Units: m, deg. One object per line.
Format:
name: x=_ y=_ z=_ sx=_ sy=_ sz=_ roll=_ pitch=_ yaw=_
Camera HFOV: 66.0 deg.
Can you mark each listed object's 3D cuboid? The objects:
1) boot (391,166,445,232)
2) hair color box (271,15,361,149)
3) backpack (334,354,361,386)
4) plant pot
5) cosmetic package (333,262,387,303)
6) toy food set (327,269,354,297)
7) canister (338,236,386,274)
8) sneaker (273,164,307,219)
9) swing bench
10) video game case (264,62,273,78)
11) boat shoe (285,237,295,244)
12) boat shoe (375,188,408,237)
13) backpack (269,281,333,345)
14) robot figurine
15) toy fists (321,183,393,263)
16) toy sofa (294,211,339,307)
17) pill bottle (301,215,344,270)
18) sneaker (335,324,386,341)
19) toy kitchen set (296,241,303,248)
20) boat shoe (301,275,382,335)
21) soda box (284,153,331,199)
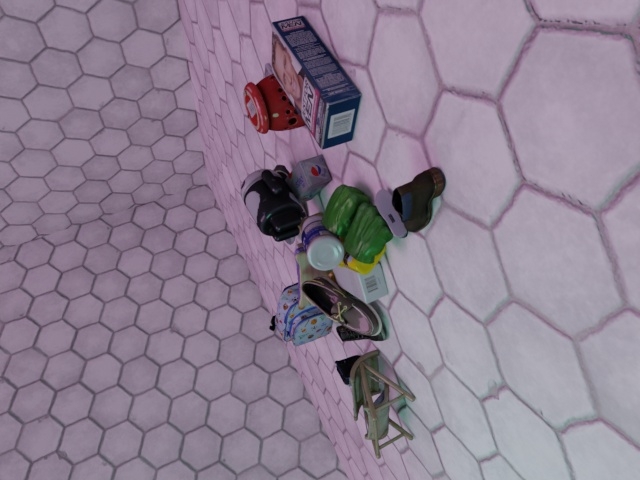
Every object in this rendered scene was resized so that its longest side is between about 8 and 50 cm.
boot: x=0.199 y=-0.077 z=1.126 sx=0.082 sy=0.106 sz=0.219 roll=60 pitch=160 yaw=27
hair color box: x=-0.024 y=-0.442 z=1.374 sx=0.347 sy=0.105 sz=0.174 roll=61 pitch=160 yaw=26
backpack: x=0.131 y=0.523 z=1.992 sx=0.105 sy=0.114 sz=0.084 roll=-127 pitch=23 yaw=-48
plant pot: x=-0.149 y=-0.449 z=1.630 sx=0.191 sy=0.174 sz=0.191 roll=55 pitch=160 yaw=32
cosmetic package: x=0.121 y=0.112 z=1.613 sx=0.231 sy=0.085 sz=0.118 roll=-150 pitch=41 yaw=-66
toy food set: x=0.086 y=0.198 z=1.830 sx=0.128 sy=0.071 sz=0.218 roll=45 pitch=146 yaw=45
canister: x=0.111 y=0.032 z=1.488 sx=0.073 sy=0.126 sz=0.170 roll=40 pitch=171 yaw=-24
sneaker: x=-0.122 y=-0.178 z=1.997 sx=0.121 sy=0.111 sz=0.300 roll=-85 pitch=-17 yaw=-49
swing bench: x=0.201 y=0.582 z=1.771 sx=0.255 sy=0.165 sz=0.253 roll=49 pitch=154 yaw=48
video game case: x=-0.172 y=-0.549 z=1.832 sx=0.143 sy=0.019 sz=0.157 roll=61 pitch=160 yaw=24
boat shoe: x=-0.129 y=-0.062 z=2.169 sx=0.083 sy=0.075 sz=0.226 roll=42 pitch=158 yaw=20
boat shoe: x=0.186 y=-0.067 z=1.281 sx=0.040 sy=0.049 sz=0.142 roll=17 pitch=-133 yaw=-62
backpack: x=-0.068 y=0.305 z=2.119 sx=0.213 sy=0.276 sz=0.264 roll=45 pitch=145 yaw=42
robot figurine: x=-0.175 y=-0.127 z=1.751 sx=0.209 sy=0.173 sz=0.278 roll=-46 pitch=59 yaw=22
toy fists: x=0.106 y=-0.058 z=1.387 sx=0.279 sy=0.096 sz=0.142 roll=51 pitch=126 yaw=50
toy sofa: x=-0.040 y=0.083 z=1.900 sx=0.150 sy=0.177 sz=0.363 roll=55 pitch=158 yaw=37
pill bottle: x=0.000 y=0.000 z=1.497 sx=0.187 sy=0.111 sz=0.112 roll=-112 pitch=9 yaw=-62
sneaker: x=0.141 y=0.328 z=1.733 sx=0.083 sy=0.118 sz=0.222 roll=71 pitch=162 yaw=-5
toy kitchen set: x=-0.057 y=0.043 z=2.078 sx=0.083 sy=0.068 sz=0.075 roll=45 pitch=150 yaw=53
boat shoe: x=0.065 y=0.227 z=1.686 sx=0.324 sy=0.096 sz=0.117 roll=35 pitch=115 yaw=35
soda box: x=-0.054 y=-0.208 z=1.748 sx=0.098 sy=0.091 sz=0.286 roll=69 pitch=162 yaw=2
